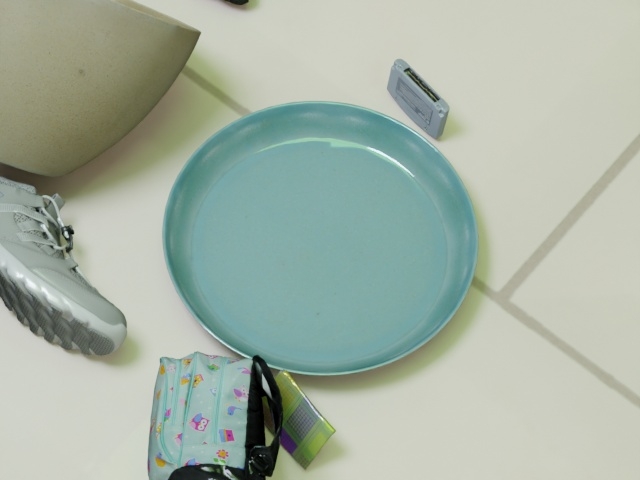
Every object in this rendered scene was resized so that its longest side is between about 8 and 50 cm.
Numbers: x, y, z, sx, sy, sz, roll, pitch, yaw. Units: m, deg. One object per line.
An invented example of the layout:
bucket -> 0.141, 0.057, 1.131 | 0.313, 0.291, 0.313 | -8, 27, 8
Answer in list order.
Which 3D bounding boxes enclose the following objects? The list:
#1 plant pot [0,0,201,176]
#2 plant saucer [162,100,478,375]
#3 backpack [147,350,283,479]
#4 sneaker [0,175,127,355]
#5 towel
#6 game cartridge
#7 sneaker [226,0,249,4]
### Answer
plant pot -> -0.285, -0.174, 1.542 | 0.284, 0.284, 0.191 | 23, 98, 10
plant saucer -> 0.000, 0.000, 1.560 | 0.317, 0.044, 0.318 | 1, 61, -2
backpack -> -0.099, 0.183, 1.395 | 0.115, 0.152, 0.182 | 8, 48, -9
sneaker -> -0.282, -0.001, 1.508 | 0.281, 0.105, 0.115 | 39, 66, 18
towel -> -0.025, 0.168, 1.459 | 0.083, 0.060, 0.009 | 48, 32, 23
game cartridge -> 0.104, -0.150, 1.643 | 0.017, 0.056, 0.083 | -31, 67, -27
sneaker -> -0.069, -0.332, 1.740 | 0.077, 0.072, 0.178 | 35, 72, 2
